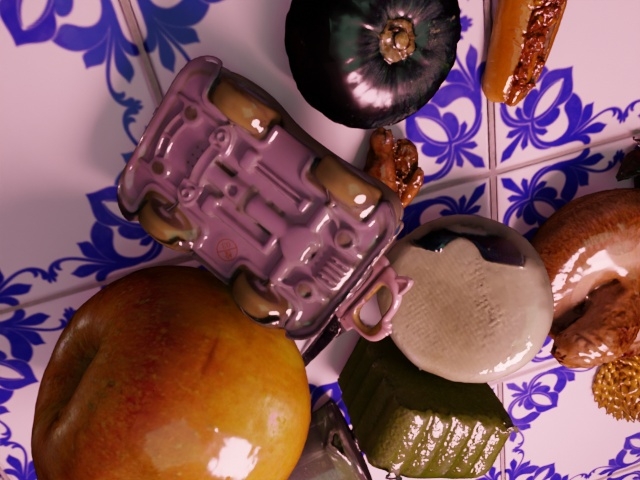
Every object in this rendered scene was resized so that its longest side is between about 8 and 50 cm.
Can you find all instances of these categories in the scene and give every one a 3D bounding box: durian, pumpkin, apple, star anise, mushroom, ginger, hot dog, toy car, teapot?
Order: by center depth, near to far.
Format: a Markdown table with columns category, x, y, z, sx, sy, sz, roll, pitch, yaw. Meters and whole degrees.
| category | x | y | z | sx | sy | sz | roll | pitch | yaw |
| --- | --- | --- | --- | --- | --- | --- | --- | --- | --- |
| pumpkin | 0.066 | -0.263 | 0.611 | 0.232 | 0.163 | 0.233 | -7 | 118 | -13 |
| toy car | -0.066 | -0.055 | 0.658 | 0.336 | 0.226 | 0.242 | 38 | 105 | 8 |
| hot dog | 0.304 | -0.322 | 0.688 | 0.102 | 0.076 | 0.249 | 3 | 115 | -11 |
| apple | -0.202 | 0.224 | 0.689 | 0.383 | 0.374 | 0.374 | -14 | 130 | 45 |
| ginger | 0.114 | -0.093 | 0.751 | 0.103 | 0.073 | 0.162 | 3 | 112 | -21 |
| mushroom | 0.525 | 0.062 | 0.863 | 0.345 | 0.239 | 0.345 | -19 | 135 | -20 |
| star anise | 0.629 | -0.142 | 0.865 | 0.212 | 0.053 | 0.157 | -26 | 117 | -3 |
| teapot | -0.053 | 0.468 | 0.931 | 0.336 | 0.200 | 0.270 | -27 | 143 | -2 |
| durian | 0.742 | 0.345 | 1.087 | 0.183 | 0.138 | 0.250 | -29 | 124 | -8 |

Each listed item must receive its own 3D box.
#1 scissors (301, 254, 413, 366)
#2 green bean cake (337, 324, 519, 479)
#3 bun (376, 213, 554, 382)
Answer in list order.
| category | x | y | z | sx | sy | sz | roll | pitch | yaw |
| --- | --- | --- | --- | --- | --- | --- | --- | --- | --- |
| scissors | 0.037 | 0.137 | 0.831 | 0.024 | 0.160 | 0.318 | -2 | 139 | -46 |
| green bean cake | 0.180 | 0.293 | 0.856 | 0.249 | 0.247 | 0.157 | 15 | 110 | -22 |
| bun | 0.245 | 0.093 | 0.809 | 0.283 | 0.179 | 0.284 | 1 | 93 | 23 |
